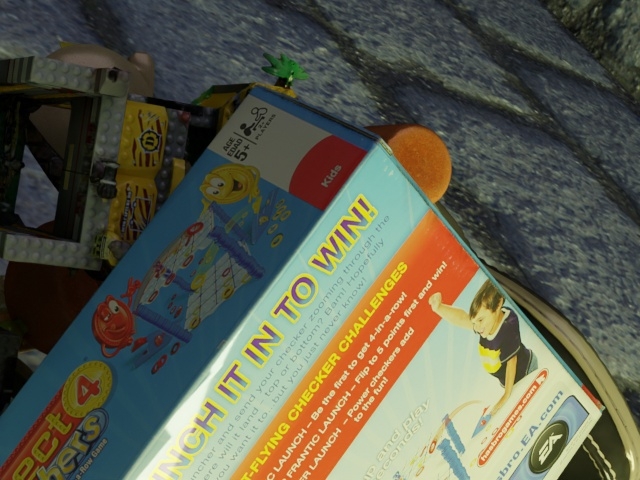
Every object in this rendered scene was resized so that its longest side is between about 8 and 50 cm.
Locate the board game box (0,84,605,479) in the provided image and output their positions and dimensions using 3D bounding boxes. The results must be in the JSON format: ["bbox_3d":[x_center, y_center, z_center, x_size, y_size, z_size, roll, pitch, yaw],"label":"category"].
[{"bbox_3d":[-0.020,0.133,0.673,0.086,0.308,0.302,30,-11,42],"label":"board game box"}]

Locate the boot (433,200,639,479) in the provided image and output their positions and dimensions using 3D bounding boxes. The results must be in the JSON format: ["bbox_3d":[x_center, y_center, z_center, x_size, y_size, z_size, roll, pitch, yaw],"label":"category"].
[{"bbox_3d":[0.045,0.116,1.012,0.377,0.138,0.284,49,54,3],"label":"boot"}]

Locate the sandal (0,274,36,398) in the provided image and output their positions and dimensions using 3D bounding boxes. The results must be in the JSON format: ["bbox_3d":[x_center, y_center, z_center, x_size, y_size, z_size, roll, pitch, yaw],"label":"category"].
[{"bbox_3d":[-0.226,0.042,0.920,0.240,0.088,0.079,35,66,5],"label":"sandal"}]

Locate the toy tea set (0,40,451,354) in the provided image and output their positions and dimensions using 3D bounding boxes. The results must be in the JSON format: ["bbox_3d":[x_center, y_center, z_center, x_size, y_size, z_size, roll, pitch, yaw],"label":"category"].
[{"bbox_3d":[-0.069,-0.012,0.914,0.336,0.200,0.124,6,-9,-27],"label":"toy tea set"}]

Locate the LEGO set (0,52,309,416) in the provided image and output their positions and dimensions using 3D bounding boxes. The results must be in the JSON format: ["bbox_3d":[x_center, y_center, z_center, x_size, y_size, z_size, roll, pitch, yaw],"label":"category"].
[{"bbox_3d":[-0.095,0.039,0.710,0.255,0.331,0.192,18,-4,-29],"label":"LEGO set"}]
